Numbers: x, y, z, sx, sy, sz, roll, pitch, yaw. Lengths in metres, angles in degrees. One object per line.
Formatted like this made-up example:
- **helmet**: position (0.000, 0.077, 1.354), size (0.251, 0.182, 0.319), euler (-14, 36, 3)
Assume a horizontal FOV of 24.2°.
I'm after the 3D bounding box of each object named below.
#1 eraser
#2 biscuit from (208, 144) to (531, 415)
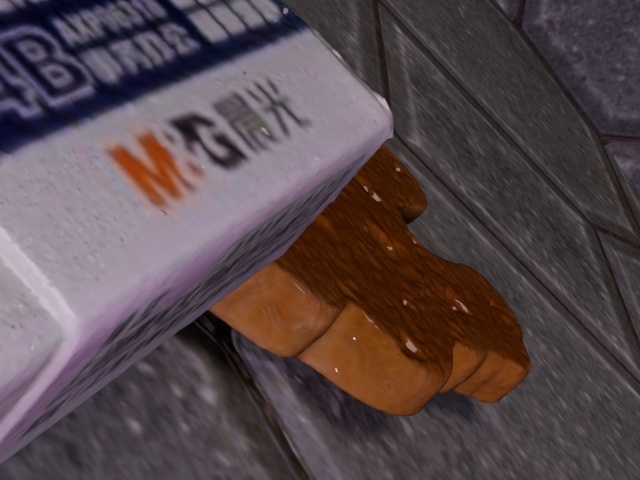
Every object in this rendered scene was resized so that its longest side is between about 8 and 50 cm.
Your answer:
- **eraser**: position (-0.089, -0.020, 0.429), size (0.130, 0.086, 0.287), euler (49, 29, 4)
- **biscuit**: position (0.000, 0.000, 0.731), size (0.202, 0.047, 0.334), euler (54, 16, 17)
